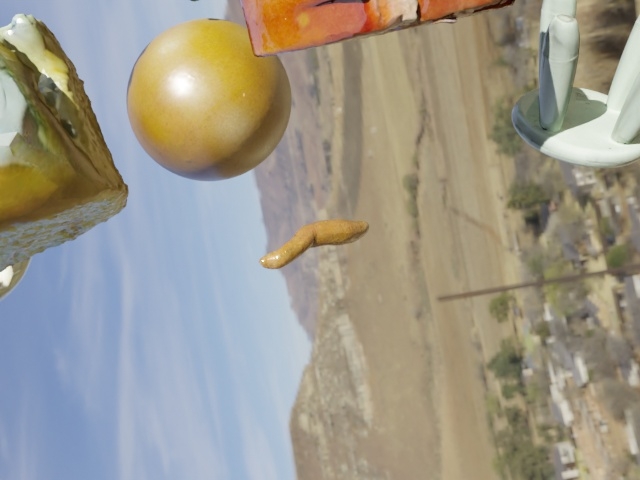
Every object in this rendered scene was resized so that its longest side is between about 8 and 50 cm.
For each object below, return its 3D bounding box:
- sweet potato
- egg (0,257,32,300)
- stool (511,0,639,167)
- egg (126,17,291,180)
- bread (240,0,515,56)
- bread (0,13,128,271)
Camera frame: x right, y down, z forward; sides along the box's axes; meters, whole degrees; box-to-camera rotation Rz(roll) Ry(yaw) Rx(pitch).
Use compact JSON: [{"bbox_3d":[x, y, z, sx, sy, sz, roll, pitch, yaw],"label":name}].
[{"bbox_3d":[-0.002,-0.004,1.122,0.044,0.179,0.044,20,118,44],"label":"sweet potato"},{"bbox_3d":[-0.628,-0.021,1.514,0.336,0.278,0.278,38,144,55],"label":"egg"},{"bbox_3d":[0.378,-0.227,1.214,0.195,0.195,0.198,-72,-7,-53],"label":"stool"},{"bbox_3d":[-0.191,-0.248,1.586,0.351,0.283,0.282,-49,-50,-68],"label":"egg"},{"bbox_3d":[0.063,-0.297,1.041,0.295,0.328,0.114,16,120,62],"label":"bread"},{"bbox_3d":[-0.429,-0.079,0.943,0.264,0.395,0.239,115,133,-81],"label":"bread"}]
